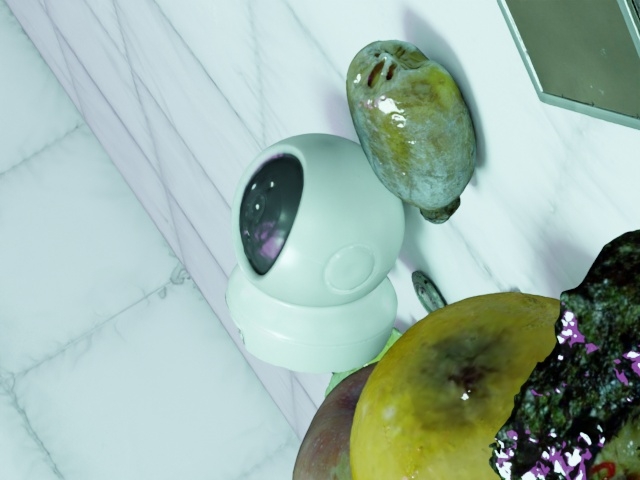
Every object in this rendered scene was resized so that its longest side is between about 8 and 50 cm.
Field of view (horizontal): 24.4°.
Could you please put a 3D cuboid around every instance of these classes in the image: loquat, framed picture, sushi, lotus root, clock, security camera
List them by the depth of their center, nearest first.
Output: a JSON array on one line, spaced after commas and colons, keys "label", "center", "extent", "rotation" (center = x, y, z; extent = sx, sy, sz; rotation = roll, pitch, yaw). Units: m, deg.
[{"label": "framed picture", "center": [0.165, -0.141, 0.971], "extent": [0.142, 0.011, 0.183], "rotation": [63, 168, -21]}, {"label": "sushi", "center": [0.214, 0.105, 0.989], "extent": [0.115, 0.212, 0.147], "rotation": [36, -166, 36]}, {"label": "loquat", "center": [0.157, 0.168, 1.188], "extent": [0.263, 0.263, 0.263], "rotation": [55, 168, 18]}, {"label": "lotus root", "center": [0.082, -0.087, 1.272], "extent": [0.113, 0.088, 0.192], "rotation": [38, 158, 42]}, {"label": "security camera", "center": [0.000, 0.000, 1.565], "extent": [0.194, 0.194, 0.236], "rotation": [48, 140, 42]}, {"label": "clock", "center": [0.124, 0.067, 1.674], "extent": [0.074, 0.010, 0.083], "rotation": [58, 169, -2]}]

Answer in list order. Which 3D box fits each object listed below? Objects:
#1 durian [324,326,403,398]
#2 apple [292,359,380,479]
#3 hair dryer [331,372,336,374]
[{"label": "durian", "center": [0.083, 0.198, 1.887], "extent": [0.139, 0.101, 0.250], "rotation": [36, 149, -7]}, {"label": "apple", "center": [0.102, 0.250, 1.549], "extent": [0.235, 0.306, 0.306], "rotation": [55, 170, -18]}, {"label": "hair dryer", "center": [0.054, 0.179, 2.104], "extent": [0.195, 0.078, 0.248], "rotation": [56, 177, -9]}]
